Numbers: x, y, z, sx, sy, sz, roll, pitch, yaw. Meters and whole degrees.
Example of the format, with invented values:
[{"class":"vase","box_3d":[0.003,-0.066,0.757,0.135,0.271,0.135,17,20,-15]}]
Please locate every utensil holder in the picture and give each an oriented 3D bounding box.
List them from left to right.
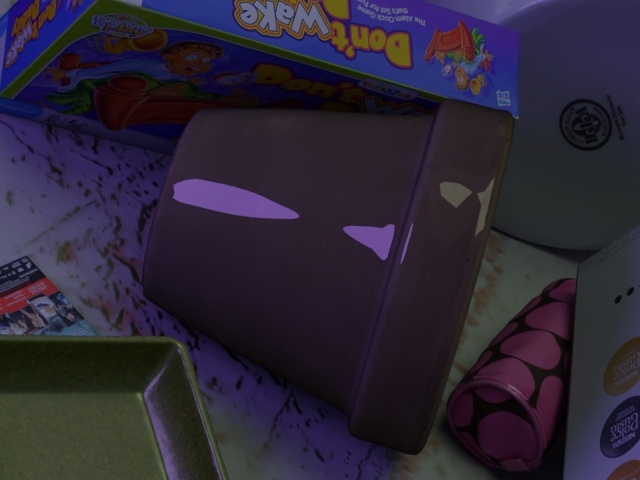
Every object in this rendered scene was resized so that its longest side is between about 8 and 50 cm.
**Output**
[{"class":"utensil holder","box_3d":[0.245,-0.228,1.652,0.328,0.327,0.385,22,41,-17]}]

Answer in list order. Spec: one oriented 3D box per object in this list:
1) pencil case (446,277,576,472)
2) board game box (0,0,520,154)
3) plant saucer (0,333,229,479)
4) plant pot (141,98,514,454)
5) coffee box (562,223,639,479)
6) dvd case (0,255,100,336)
[{"class":"pencil case","box_3d":[0.181,0.110,1.422,0.209,0.095,0.098,-36,114,-50]},{"class":"board game box","box_3d":[-0.054,-0.133,1.372,0.347,0.233,0.078,13,68,-27]},{"class":"plant saucer","box_3d":[-0.152,0.151,1.135,0.188,0.045,0.188,3,53,-36]},{"class":"plant pot","box_3d":[0.000,0.000,1.293,0.229,0.263,0.263,17,37,3]},{"class":"coffee box","box_3d":[0.413,0.144,1.281,0.338,0.338,0.334,34,42,-21]},{"class":"dvd case","box_3d":[-0.198,0.067,1.228,0.119,0.013,0.087,45,37,14]}]
